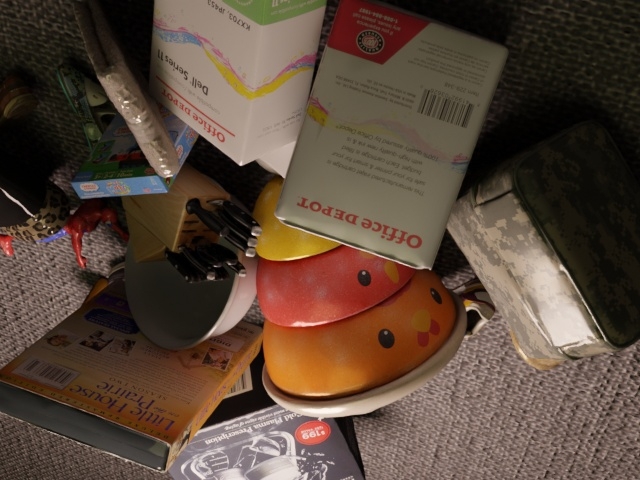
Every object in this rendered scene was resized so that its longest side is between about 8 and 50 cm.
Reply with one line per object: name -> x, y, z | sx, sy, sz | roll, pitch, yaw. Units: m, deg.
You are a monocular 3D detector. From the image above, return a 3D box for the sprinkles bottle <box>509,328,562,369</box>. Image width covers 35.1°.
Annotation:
sprinkles bottle -> 0.456, 0.093, 1.558 | 0.121, 0.121, 0.355 | 37, 138, -18

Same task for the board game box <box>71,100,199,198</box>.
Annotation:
board game box -> -0.265, -0.151, 1.540 | 0.160, 0.212, 0.039 | -3, 133, 26

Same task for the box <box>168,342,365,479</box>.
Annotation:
box -> -0.122, 0.375, 1.994 | 0.343, 0.179, 0.313 | -19, 132, 5

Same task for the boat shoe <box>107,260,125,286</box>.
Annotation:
boat shoe -> -0.290, 0.103, 1.927 | 0.285, 0.092, 0.103 | 6, 138, 19

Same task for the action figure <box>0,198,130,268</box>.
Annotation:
action figure -> -0.462, -0.001, 1.894 | 0.280, 0.091, 0.139 | -13, 123, 36

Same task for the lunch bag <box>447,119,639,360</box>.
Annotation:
lunch bag -> 0.315, 0.011, 1.413 | 0.305, 0.212, 0.256 | 59, 148, -1

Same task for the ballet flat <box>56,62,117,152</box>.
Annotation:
ballet flat -> -0.367, -0.215, 1.643 | 0.070, 0.070, 0.188 | 6, 139, 19

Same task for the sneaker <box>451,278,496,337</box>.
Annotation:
sneaker -> 0.229, 0.134, 1.736 | 0.069, 0.084, 0.185 | 34, 138, -14

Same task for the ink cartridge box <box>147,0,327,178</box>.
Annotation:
ink cartridge box -> -0.118, -0.248, 1.340 | 0.207, 0.119, 0.354 | 38, 137, 27

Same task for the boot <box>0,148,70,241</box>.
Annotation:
boot -> -0.630, -0.125, 1.776 | 0.377, 0.138, 0.284 | 11, 159, 44

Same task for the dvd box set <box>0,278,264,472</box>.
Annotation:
dvd box set -> -0.304, 0.207, 1.686 | 0.307, 0.420, 0.062 | 17, 113, 10

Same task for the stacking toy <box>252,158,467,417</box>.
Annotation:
stacking toy -> 0.000, 0.000, 1.568 | 0.350, 0.351, 0.480 | -8, 117, 31

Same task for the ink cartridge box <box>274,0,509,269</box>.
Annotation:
ink cartridge box -> 0.091, -0.147, 1.340 | 0.226, 0.131, 0.306 | 20, 106, 2

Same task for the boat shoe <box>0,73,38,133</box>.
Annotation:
boat shoe -> -0.530, -0.225, 1.704 | 0.178, 0.064, 0.060 | -27, 88, 51

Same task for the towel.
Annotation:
towel -> -0.281, -0.225, 1.444 | 0.049, 0.282, 0.187 | -29, 128, -1

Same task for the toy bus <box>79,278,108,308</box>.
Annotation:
toy bus -> -0.346, 0.218, 2.071 | 0.332, 0.108, 0.130 | 33, 141, -14

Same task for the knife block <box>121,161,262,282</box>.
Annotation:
knife block -> -0.203, -0.061, 1.571 | 0.088, 0.276, 0.242 | -2, 165, -45

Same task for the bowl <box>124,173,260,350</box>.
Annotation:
bowl -> -0.192, 0.041, 1.719 | 0.297, 0.298, 0.134 | -21, 159, 39
